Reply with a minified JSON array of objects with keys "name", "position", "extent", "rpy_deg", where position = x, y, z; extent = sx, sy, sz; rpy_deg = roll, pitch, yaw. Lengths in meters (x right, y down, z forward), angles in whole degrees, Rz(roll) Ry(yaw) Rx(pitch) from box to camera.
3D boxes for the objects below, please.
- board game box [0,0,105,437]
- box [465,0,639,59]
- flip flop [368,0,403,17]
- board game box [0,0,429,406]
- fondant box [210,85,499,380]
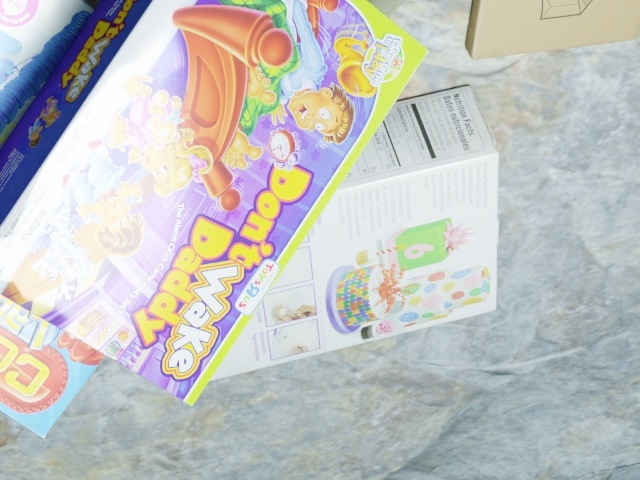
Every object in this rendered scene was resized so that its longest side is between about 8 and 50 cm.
[{"name":"board game box","position":[-0.253,-0.047,1.567],"extent":[0.308,0.086,0.302],"rpy_deg":[38,87,-34]},{"name":"box","position":[0.217,-0.244,1.718],"extent":[0.164,0.021,0.201],"rpy_deg":[-8,141,-12]},{"name":"flip flop","position":[-0.038,-0.157,1.673],"extent":[0.277,0.080,0.112],"rpy_deg":[-31,140,16]},{"name":"board game box","position":[-0.103,-0.075,1.543],"extent":[0.233,0.078,0.347],"rpy_deg":[34,89,-35]},{"name":"fondant box","position":[0.000,0.000,1.865],"extent":[0.330,0.096,0.238],"rpy_deg":[-13,141,-6]}]
